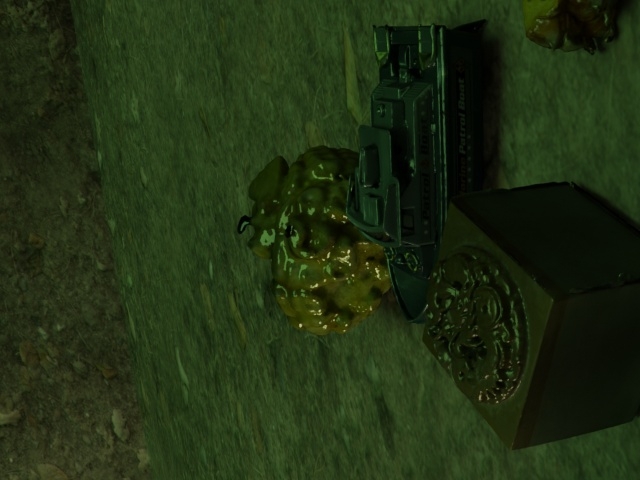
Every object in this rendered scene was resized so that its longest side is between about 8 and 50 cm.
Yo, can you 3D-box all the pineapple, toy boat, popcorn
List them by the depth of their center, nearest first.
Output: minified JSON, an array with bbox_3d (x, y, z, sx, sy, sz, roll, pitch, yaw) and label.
[{"bbox_3d":[0.196,-0.216,0.669,0.116,0.069,0.137,-124,45,-55],"label":"pineapple"},{"bbox_3d":[0.092,-0.059,0.844,0.114,0.122,0.296,-155,62,-61],"label":"toy boat"},{"bbox_3d":[0.002,-0.002,0.997,0.189,0.170,0.218,49,135,51],"label":"popcorn"}]

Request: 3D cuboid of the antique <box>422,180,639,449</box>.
[{"bbox_3d":[0.167,0.053,0.681,0.146,0.148,0.151,-127,36,-51],"label":"antique"}]
